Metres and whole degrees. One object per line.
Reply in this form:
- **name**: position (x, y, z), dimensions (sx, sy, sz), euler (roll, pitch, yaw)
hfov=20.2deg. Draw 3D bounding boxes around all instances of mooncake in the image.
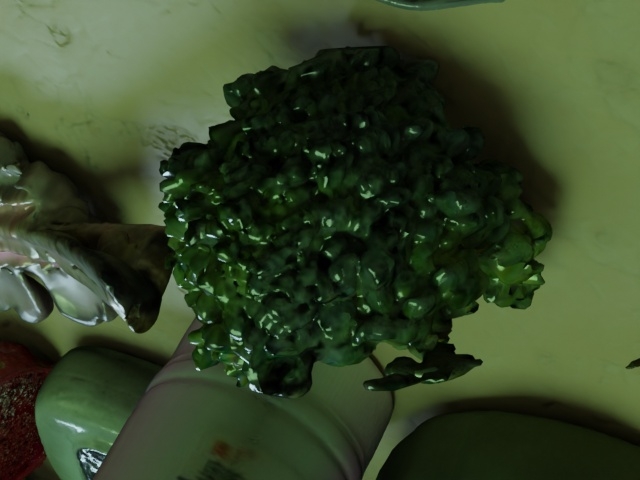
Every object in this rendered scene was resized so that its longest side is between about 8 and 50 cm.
- **mooncake**: position (0.147, 0.224, 1.130), dimensions (0.275, 0.135, 0.275), euler (16, 144, 12)

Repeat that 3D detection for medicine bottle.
- **medicine bottle**: position (-0.069, 0.173, 1.109), dimensions (0.152, 0.254, 0.152), euler (20, 146, 14)

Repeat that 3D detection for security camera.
- **security camera**: position (-0.123, 0.192, 1.342), dimensions (0.157, 0.080, 0.301), euler (17, 147, 17)

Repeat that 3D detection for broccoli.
- **broccoli**: position (0.019, -0.004, 0.960), dimensions (0.198, 0.177, 0.275), euler (-9, 173, -1)

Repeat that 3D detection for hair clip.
- **hair clip**: position (-0.166, 0.000, 1.103), dimensions (0.300, 0.069, 0.173), euler (13, 141, 54)

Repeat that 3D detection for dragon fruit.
- **dragon fruit**: position (-0.276, 0.125, 1.323), dimensions (0.111, 0.153, 0.153), euler (34, 151, 27)

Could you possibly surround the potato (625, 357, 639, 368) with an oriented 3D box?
- **potato**: position (0.258, 0.062, 0.846), dimensions (0.251, 0.113, 0.149), euler (-1, 137, 36)

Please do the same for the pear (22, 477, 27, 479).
- **pear**: position (-0.359, 0.307, 1.466), dimensions (0.314, 0.314, 0.314), euler (20, 145, 14)

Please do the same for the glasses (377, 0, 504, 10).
- **glasses**: position (0.031, -0.128, 0.813), dimensions (0.140, 0.062, 0.104), euler (1, 138, 37)
